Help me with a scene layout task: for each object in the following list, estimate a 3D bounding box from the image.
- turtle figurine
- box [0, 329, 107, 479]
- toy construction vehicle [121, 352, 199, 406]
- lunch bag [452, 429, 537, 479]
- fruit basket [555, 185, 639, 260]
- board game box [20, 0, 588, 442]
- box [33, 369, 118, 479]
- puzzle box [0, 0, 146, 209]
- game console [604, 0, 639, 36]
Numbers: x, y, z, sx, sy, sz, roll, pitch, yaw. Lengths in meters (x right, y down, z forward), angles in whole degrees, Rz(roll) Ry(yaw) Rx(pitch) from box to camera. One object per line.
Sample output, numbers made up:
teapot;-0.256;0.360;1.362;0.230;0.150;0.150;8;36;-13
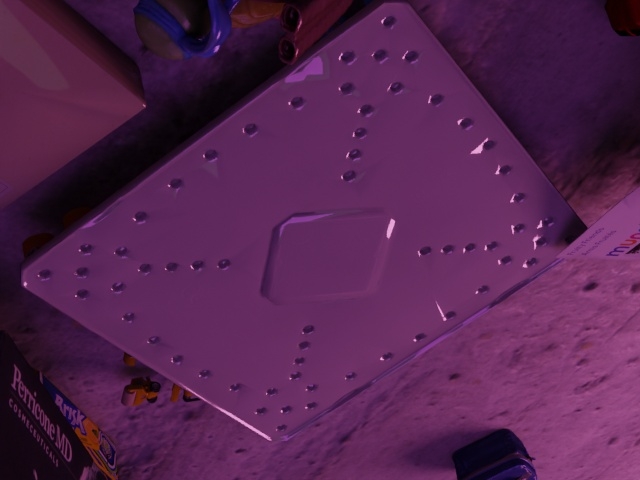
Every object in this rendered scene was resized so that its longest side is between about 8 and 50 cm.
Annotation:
turtle figurine;-0.041;-0.245;0.789;0.266;0.275;0.197;-37;115;-5
box;-0.366;0.402;1.066;0.297;0.471;0.480;-5;145;6
toy construction vehicle;-0.154;0.131;1.227;0.098;0.035;0.086;-8;140;-22
lunch bag;0.218;0.283;1.489;0.098;0.065;0.067;-30;138;16
fruit basket;0.442;-0.031;1.080;0.353;0.165;0.327;-2;156;-24
board game box;0.000;0.000;1.093;0.390;0.050;0.390;-35;136;13
box;-0.272;0.203;1.251;0.059;0.054;0.169;-22;140;8
puzzle box;-0.373;-0.080;0.904;0.409;0.052;0.272;-31;137;18
game console;0.395;-0.185;0.818;0.387;0.342;0.060;-4;99;11
